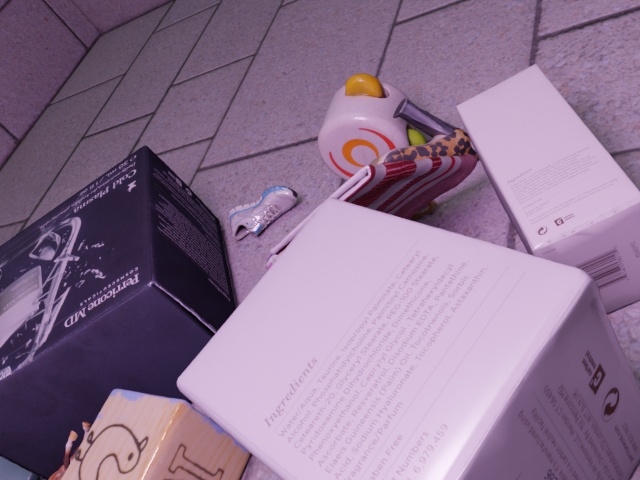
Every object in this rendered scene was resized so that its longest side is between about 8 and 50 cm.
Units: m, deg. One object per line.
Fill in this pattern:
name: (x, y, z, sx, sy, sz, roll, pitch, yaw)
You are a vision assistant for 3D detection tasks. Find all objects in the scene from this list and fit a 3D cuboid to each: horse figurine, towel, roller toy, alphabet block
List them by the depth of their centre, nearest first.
alphabet block: (-0.262, 0.373, 1.053, 0.192, 0.193, 0.197, -4, 50, 39)
towel: (0.095, -0.053, 1.061, 0.237, 0.329, 0.037, -41, 73, 35)
horse figurine: (-0.394, 0.397, 1.132, 0.066, 0.263, 0.174, 21, 87, 26)
roller toy: (0.096, -0.224, 1.353, 0.191, 0.209, 0.146, -32, 32, 44)

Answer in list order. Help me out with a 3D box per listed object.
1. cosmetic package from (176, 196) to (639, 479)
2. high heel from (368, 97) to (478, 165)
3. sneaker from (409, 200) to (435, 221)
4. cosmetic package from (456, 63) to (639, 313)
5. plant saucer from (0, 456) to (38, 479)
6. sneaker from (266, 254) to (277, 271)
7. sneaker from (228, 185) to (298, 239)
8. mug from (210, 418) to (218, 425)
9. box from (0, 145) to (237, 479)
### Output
cosmetic package: (0.112, 0.198, 0.802, 0.394, 0.329, 0.327, 21, 66, 48)
high heel: (0.180, -0.110, 1.229, 0.261, 0.186, 0.093, -64, 14, -6)
sneaker: (0.178, -0.057, 1.258, 0.083, 0.032, 0.037, -21, 27, 15)
cosmetic package: (0.349, -0.079, 0.999, 0.155, 0.197, 0.365, -27, 40, 16)
plant saucer: (-0.689, 0.483, 1.421, 0.318, 0.043, 0.317, -23, 41, 21)
sneaker: (0.000, 0.000, 1.301, 0.236, 0.095, 0.104, -29, 33, 4)
sneaker: (-0.127, -0.053, 1.484, 0.191, 0.071, 0.083, -27, 45, 29)
mug: (-0.146, 0.269, 1.137, 0.158, 0.097, 0.129, -25, 40, 18)
box: (-0.444, 0.137, 1.354, 0.480, 0.297, 0.471, -33, 40, 9)
